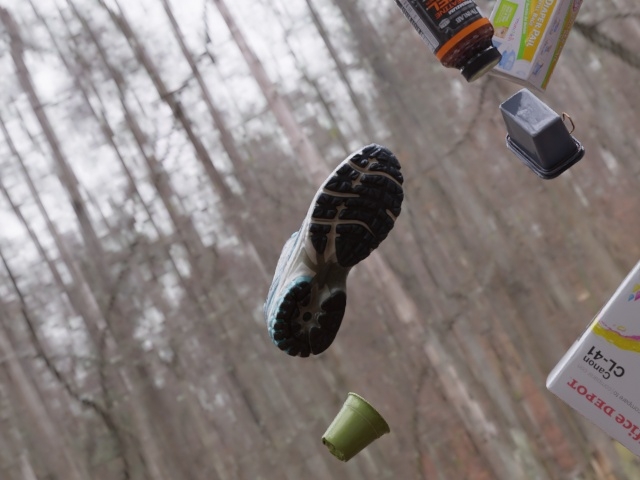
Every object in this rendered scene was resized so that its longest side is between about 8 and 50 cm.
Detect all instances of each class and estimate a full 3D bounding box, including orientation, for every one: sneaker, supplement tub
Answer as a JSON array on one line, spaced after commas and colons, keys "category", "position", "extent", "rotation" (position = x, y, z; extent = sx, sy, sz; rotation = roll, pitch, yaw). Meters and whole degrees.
[{"category": "sneaker", "position": [0.000, 0.000, 1.604], "extent": [0.283, 0.110, 0.122], "rotation": [-61, 24, 3]}, {"category": "supplement tub", "position": [0.209, -0.353, 2.059], "extent": [0.106, 0.198, 0.106], "rotation": [-36, -7, -5]}]

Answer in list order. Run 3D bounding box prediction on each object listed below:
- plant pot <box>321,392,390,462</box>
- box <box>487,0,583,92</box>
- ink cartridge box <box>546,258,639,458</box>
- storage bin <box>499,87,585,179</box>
[{"category": "plant pot", "position": [0.046, 0.280, 1.861], "extent": [0.079, 0.083, 0.083], "rotation": [-45, -6, -19]}, {"category": "box", "position": [0.364, -0.375, 2.202], "extent": [0.103, 0.114, 0.203], "rotation": [14, -81, -63]}, {"category": "ink cartridge box", "position": [0.528, 0.167, 1.962], "extent": [0.306, 0.226, 0.131], "rotation": [-55, -10, 9]}, {"category": "storage bin", "position": [0.350, -0.179, 2.023], "extent": [0.098, 0.135, 0.091], "rotation": [-36, -46, -2]}]
